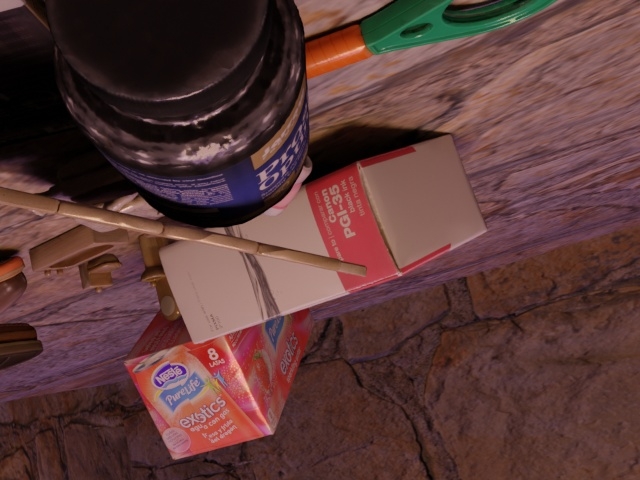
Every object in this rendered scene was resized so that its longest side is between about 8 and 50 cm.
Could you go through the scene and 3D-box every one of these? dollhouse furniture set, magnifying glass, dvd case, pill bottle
[{"bbox_3d":[-0.215,0.049,1.055,0.144,0.123,0.151,-21,168,36],"label":"dollhouse furniture set"},{"bbox_3d":[0.054,-0.144,0.624,0.231,0.026,0.092,-18,170,16],"label":"magnifying glass"},{"bbox_3d":[-0.220,-0.091,0.545,0.165,0.018,0.221,-13,172,2],"label":"dvd case"},{"bbox_3d":[-0.067,-0.083,0.489,0.123,0.122,0.219,-13,171,-2],"label":"pill bottle"}]

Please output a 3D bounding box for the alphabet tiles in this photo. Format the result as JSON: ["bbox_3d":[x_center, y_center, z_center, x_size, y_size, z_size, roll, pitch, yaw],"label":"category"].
[{"bbox_3d":[-0.154,-0.017,0.616,0.343,0.011,0.285,13,178,-31],"label":"alphabet tiles"}]

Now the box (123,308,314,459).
[{"bbox_3d":[-0.121,0.130,1.231,0.142,0.154,0.300,-18,-163,17],"label":"box"}]

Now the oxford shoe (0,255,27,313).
[{"bbox_3d":[-0.456,0.154,1.026,0.364,0.132,0.130,-38,-168,-2],"label":"oxford shoe"}]

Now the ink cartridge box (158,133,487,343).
[{"bbox_3d":[0.000,0.000,0.989,0.283,0.117,0.207,-21,-179,36],"label":"ink cartridge box"}]

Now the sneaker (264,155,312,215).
[{"bbox_3d":[-0.061,-0.060,0.741,0.134,0.051,0.070,7,135,-49],"label":"sneaker"}]

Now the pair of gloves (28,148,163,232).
[{"bbox_3d":[-0.143,-0.046,0.852,0.204,0.042,0.240,-14,171,0],"label":"pair of gloves"}]

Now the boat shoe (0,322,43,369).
[{"bbox_3d":[-0.503,0.123,1.157,0.307,0.104,0.111,-5,158,-36],"label":"boat shoe"}]
